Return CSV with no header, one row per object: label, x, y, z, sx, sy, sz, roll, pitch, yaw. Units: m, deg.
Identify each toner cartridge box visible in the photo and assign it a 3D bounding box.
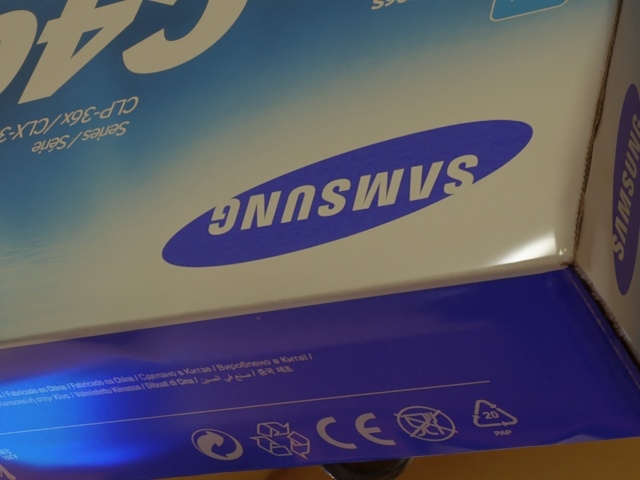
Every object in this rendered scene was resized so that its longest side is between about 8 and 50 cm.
toner cartridge box,-0.056,-0.012,0.541,0.075,0.347,0.165,52,-139,-39

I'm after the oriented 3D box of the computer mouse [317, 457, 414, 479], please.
computer mouse,0.000,0.000,0.985,0.184,0.060,0.262,-32,-81,-42
